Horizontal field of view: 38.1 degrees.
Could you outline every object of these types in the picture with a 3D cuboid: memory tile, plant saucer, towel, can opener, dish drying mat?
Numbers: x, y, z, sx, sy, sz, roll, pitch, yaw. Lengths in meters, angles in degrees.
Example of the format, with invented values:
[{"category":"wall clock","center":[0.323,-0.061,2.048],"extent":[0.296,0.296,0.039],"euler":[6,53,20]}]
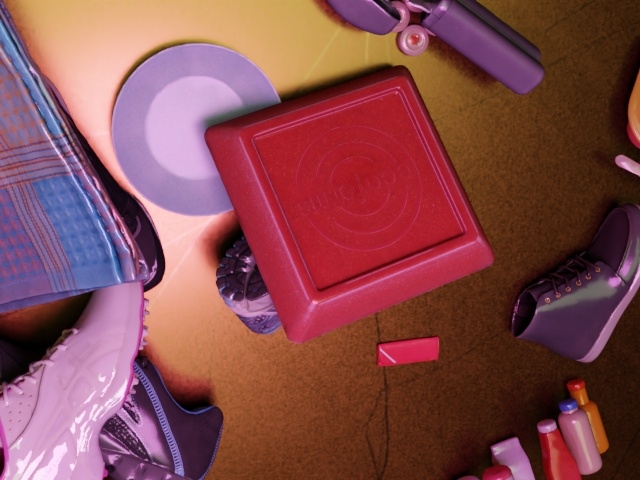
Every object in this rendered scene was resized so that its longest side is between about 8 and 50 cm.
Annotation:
[{"category":"memory tile","center":[0.128,-0.299,1.087],"extent":[0.148,0.012,0.113],"euler":[-42,111,-2]},{"category":"plant saucer","center":[0.039,-0.053,1.011],"extent":[0.258,0.048,0.259],"euler":[-21,82,-16]},{"category":"towel","center":[-0.353,-0.093,0.911],"extent":[0.271,0.040,0.370],"euler":[-12,113,31]},{"category":"can opener","center":[0.127,-0.249,1.068],"extent":[0.283,0.076,0.095],"euler":[31,127,-21]},{"category":"plant saucer","center":[-0.138,-0.124,1.045],"extent":[0.195,0.037,0.194],"euler":[-4,104,-15]},{"category":"dish drying mat","center":[0.114,0.144,1.200],"extent":[0.083,0.008,0.032],"euler":[-5,104,-14]}]

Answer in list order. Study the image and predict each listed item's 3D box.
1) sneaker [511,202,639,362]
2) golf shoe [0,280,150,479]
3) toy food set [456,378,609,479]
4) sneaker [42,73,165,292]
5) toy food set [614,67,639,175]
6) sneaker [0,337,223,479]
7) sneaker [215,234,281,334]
[{"category":"sneaker","center":[0.338,0.047,1.197],"extent":[0.118,0.083,0.222],"euler":[16,100,-18]},{"category":"golf shoe","center":[-0.266,0.157,0.935],"extent":[0.140,0.115,0.306],"euler":[21,68,-21]},{"category":"toy food set","center":[0.281,0.277,1.231],"extent":[0.232,0.111,0.104],"euler":[-20,96,-9]},{"category":"sneaker","center":[-0.262,-0.046,0.982],"extent":[0.107,0.124,0.283],"euler":[-36,111,-7]},{"category":"toy food set","center":[0.456,-0.172,1.189],"extent":[0.128,0.071,0.217],"euler":[19,97,5]},{"category":"sneaker","center":[-0.268,0.180,1.064],"extent":[0.341,0.125,0.139],"euler":[37,68,-21]},{"category":"sneaker","center":[0.000,0.000,1.096],"extent":[0.283,0.110,0.122],"euler":[-38,146,-17]}]
